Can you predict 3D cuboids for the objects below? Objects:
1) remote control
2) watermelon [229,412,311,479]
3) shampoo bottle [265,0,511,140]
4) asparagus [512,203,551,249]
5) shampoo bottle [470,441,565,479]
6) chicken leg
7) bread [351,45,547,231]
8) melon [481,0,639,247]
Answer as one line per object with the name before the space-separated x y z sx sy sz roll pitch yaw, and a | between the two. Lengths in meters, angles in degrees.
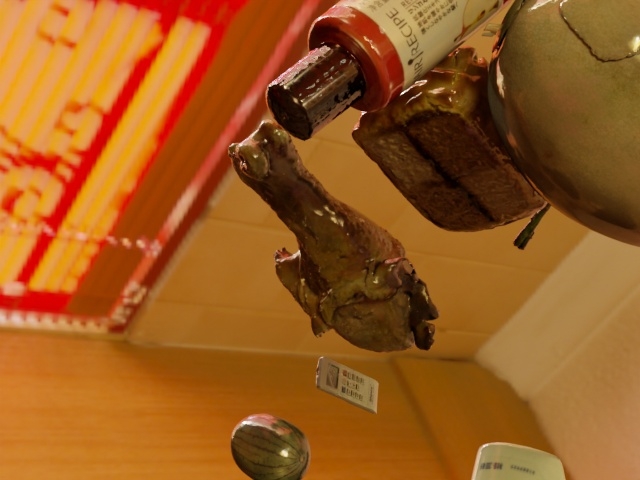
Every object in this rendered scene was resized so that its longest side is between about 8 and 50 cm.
remote control | 0.049 0.260 1.940 0.029 0.162 0.061 -21 -128 39
watermelon | -0.058 0.238 1.236 0.110 0.078 0.078 22 -80 43
shampoo bottle | 0.063 -0.193 1.023 0.104 0.278 0.104 38 -27 23
asparagus | 0.360 -0.055 1.735 0.233 0.022 0.023 115 -37 -51
shampoo bottle | 0.214 0.411 1.258 0.134 0.078 0.359 9 -129 14
chicken leg | 0.001 0.002 1.407 0.211 0.361 0.140 -22 -155 50
bread | 0.144 -0.104 1.192 0.181 0.222 0.096 -10 -131 40
melon | 0.305 -0.132 1.042 0.268 0.330 0.268 -60 -169 19
